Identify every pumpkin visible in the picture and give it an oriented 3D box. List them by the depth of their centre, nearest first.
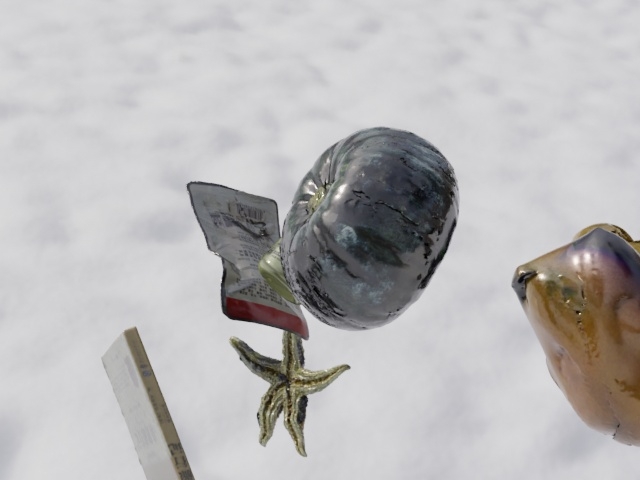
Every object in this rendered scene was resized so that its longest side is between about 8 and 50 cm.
[{"bbox_3d":[0.054,-0.012,1.291,0.163,0.233,0.233,29,27,-15],"label":"pumpkin"}]

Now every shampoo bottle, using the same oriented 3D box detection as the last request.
[{"bbox_3d":[0.000,0.000,1.456,0.079,0.079,0.162,33,71,30],"label":"shampoo bottle"}]

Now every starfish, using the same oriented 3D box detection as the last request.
[{"bbox_3d":[-0.035,0.195,1.625,0.176,0.208,0.053,-10,-1,32],"label":"starfish"}]

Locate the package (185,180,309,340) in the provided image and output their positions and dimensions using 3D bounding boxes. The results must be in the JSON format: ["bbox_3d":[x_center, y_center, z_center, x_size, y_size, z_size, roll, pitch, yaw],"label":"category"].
[{"bbox_3d":[-0.094,0.021,1.562,0.154,0.030,0.239,17,40,-39],"label":"package"}]

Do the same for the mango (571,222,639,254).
[{"bbox_3d":[0.453,0.084,1.684,0.130,0.167,0.262,-11,65,-30],"label":"mango"}]

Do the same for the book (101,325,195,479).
[{"bbox_3d":[-0.193,0.266,1.411,0.021,0.217,0.310,-19,83,-22],"label":"book"}]

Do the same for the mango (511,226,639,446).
[{"bbox_3d":[0.374,0.129,1.509,0.152,0.287,0.201,-28,13,-13],"label":"mango"}]
